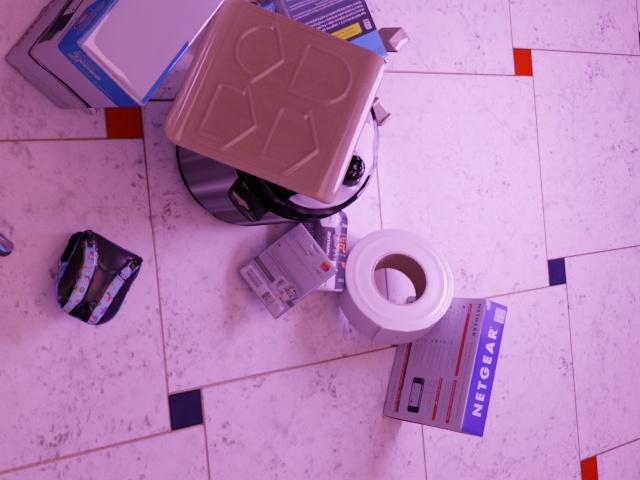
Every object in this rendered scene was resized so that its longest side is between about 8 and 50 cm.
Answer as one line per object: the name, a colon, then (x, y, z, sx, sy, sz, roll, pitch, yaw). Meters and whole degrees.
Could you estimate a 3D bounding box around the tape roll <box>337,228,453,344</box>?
tape roll: (0.188, 0.116, 2.134, 0.286, 0.100, 0.286, 5, 63, -11)

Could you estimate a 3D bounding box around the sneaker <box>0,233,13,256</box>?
sneaker: (-0.667, -0.086, 1.616, 0.125, 0.104, 0.262, -48, 115, -28)

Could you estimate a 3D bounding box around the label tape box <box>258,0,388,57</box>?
label tape box: (-0.008, -0.563, 2.081, 0.240, 0.106, 0.334, -30, 102, -30)

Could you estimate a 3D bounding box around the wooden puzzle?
wooden puzzle: (-0.084, -0.268, 1.619, 0.347, 0.080, 0.322, 23, 76, -5)

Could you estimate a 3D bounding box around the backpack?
backpack: (-0.473, 0.083, 1.738, 0.158, 0.116, 0.173, 32, 71, -31)

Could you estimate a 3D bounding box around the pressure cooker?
pressure cooker: (-0.075, -0.220, 1.845, 0.375, 0.420, 0.370, 0, 89, -35)

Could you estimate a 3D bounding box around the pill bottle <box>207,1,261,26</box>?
pill bottle: (-0.183, -0.519, 1.980, 0.152, 0.086, 0.086, -7, 93, -35)

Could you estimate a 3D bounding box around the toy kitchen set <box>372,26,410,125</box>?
toy kitchen set: (0.164, -0.432, 2.228, 0.207, 0.122, 0.166, -45, 115, -5)

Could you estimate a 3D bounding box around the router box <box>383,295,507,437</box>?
router box: (0.318, 0.317, 2.180, 0.082, 0.301, 0.336, 21, 77, -32)

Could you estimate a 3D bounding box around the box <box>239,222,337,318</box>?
box: (-0.075, 0.072, 1.984, 0.186, 0.038, 0.145, -38, 83, 2)

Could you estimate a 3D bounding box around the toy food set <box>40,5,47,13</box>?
toy food set: (-0.540, -0.464, 1.766, 0.082, 0.020, 0.083, -46, 113, -27)

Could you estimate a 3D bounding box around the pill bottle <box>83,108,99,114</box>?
pill bottle: (-0.474, -0.310, 1.794, 0.043, 0.043, 0.083, 45, 64, -25)

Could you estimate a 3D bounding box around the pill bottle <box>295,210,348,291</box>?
pill bottle: (0.000, 0.000, 2.068, 0.130, 0.130, 0.246, 7, 85, -35)

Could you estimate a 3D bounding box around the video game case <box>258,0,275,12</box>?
video game case: (-0.174, -0.472, 1.953, 0.166, 0.015, 0.119, -28, 145, -10)

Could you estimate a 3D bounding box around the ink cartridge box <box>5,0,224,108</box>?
ink cartridge box: (-0.401, -0.409, 1.615, 0.166, 0.394, 0.286, 44, 69, -33)
